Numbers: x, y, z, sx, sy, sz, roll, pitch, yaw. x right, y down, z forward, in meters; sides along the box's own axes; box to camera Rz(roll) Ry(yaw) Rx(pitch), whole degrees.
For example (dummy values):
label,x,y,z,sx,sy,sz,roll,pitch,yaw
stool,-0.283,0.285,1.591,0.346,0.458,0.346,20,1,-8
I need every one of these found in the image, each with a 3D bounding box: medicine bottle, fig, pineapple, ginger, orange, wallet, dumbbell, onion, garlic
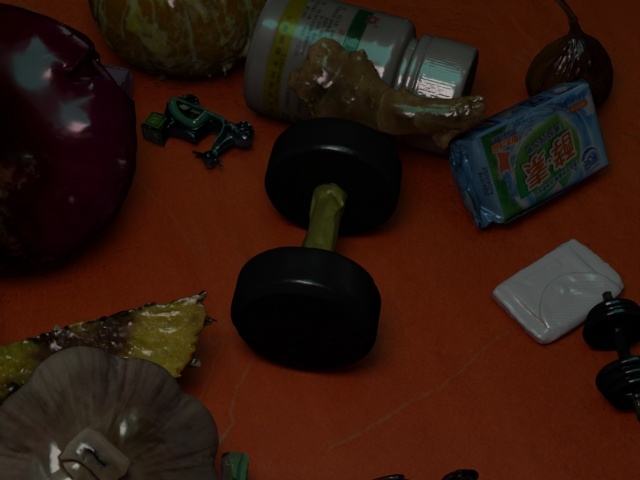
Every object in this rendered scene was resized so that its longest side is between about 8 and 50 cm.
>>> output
label,x,y,z,sx,sy,sz,roll,pitch,yaw
medicine bottle,0.066,-0.264,1.832,0.339,0.208,0.208,17,53,10
fig,0.422,-0.311,1.897,0.146,0.201,0.133,-28,49,-29
pineapple,-0.298,0.178,1.543,0.334,0.158,0.161,-18,94,-11
ginger,0.097,-0.214,1.692,0.294,0.086,0.131,10,95,0
orange,-0.224,-0.415,1.911,0.329,0.249,0.329,-2,44,2
wallet,0.355,0.072,1.700,0.182,0.032,0.124,-30,57,-22
dumbbell,0.422,0.157,1.595,0.099,0.099,0.209,-2,51,-5
dumbbell,0.000,0.000,1.629,0.203,0.204,0.323,9,52,4
onion,-0.462,-0.137,1.564,0.398,0.420,0.399,0,97,3
garlic,-0.263,0.287,1.366,0.321,0.322,0.241,-27,22,-21

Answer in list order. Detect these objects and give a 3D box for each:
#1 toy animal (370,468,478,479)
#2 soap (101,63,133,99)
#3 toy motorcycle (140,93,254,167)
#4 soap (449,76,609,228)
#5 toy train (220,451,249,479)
label,x,y,z,sx,sy,sz,roll,pitch,yaw
toy animal,0.099,0.321,1.406,0.179,0.188,0.089,-33,59,15
soap,-0.451,-0.218,1.853,0.259,0.081,0.181,12,54,5
toy motorcycle,-0.192,-0.174,1.849,0.173,0.058,0.100,23,62,16
soap,0.326,-0.137,1.786,0.293,0.156,0.077,-28,20,-21
toy train,-0.113,0.342,1.443,0.038,0.071,0.148,4,53,0
